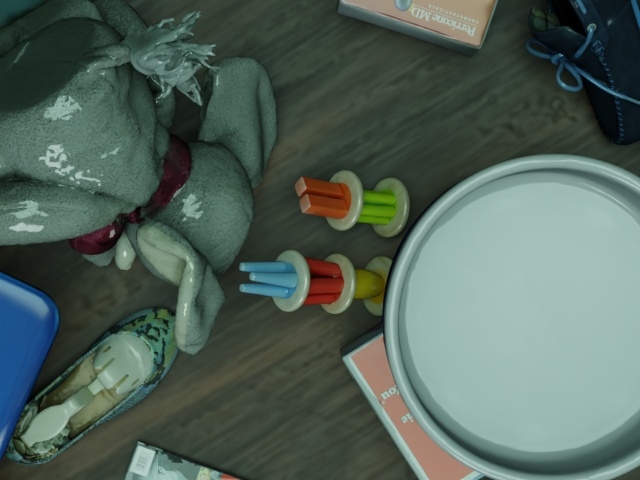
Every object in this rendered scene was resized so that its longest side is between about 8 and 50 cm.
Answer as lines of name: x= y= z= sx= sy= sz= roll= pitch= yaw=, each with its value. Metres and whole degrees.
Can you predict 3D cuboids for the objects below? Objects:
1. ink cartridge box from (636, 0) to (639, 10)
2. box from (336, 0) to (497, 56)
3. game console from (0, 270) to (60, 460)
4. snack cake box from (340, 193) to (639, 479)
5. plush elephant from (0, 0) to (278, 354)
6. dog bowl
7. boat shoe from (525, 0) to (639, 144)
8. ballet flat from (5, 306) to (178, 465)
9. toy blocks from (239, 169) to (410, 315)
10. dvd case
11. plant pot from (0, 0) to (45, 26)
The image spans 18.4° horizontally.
ink cartridge box: x=0.390 y=-0.174 z=1.664 sx=0.223 sy=0.129 sz=0.307 roll=-17 pitch=91 yaw=0
box: x=0.101 y=-0.258 z=1.680 sx=0.130 sy=0.091 sz=0.170 roll=18 pitch=90 yaw=-1
game console: x=-0.377 y=0.094 z=1.625 sx=0.293 sy=0.250 sz=0.173 roll=26 pitch=72 yaw=-1
snack cake box: x=0.166 y=0.089 z=1.686 sx=0.264 sy=0.089 sz=0.152 roll=-32 pitch=92 yaw=0
plush elephant: x=-0.165 y=-0.057 z=1.617 sx=0.330 sy=0.272 sz=0.255 roll=-5 pitch=133 yaw=36
dog bowl: x=0.181 y=0.064 z=1.589 sx=0.265 sy=0.104 sz=0.264 roll=0 pitch=90 yaw=-1
boat shoe: x=0.209 y=-0.192 z=1.656 sx=0.089 sy=0.109 sz=0.258 roll=-27 pitch=111 yaw=-14
ballet flat: x=-0.195 y=0.130 z=1.695 sx=0.188 sy=0.070 sz=0.070 roll=-43 pitch=91 yaw=0
toy blocks: x=0.000 y=0.000 z=1.663 sx=0.148 sy=0.054 sz=0.123 roll=5 pitch=91 yaw=-37
dvd case: x=-0.118 y=0.235 z=1.722 sx=0.119 sy=0.013 sz=0.087 roll=19 pitch=90 yaw=-2
plant pot: x=-0.325 y=-0.331 z=1.573 sx=0.290 sy=0.195 sz=0.290 roll=-5 pitch=70 yaw=13
